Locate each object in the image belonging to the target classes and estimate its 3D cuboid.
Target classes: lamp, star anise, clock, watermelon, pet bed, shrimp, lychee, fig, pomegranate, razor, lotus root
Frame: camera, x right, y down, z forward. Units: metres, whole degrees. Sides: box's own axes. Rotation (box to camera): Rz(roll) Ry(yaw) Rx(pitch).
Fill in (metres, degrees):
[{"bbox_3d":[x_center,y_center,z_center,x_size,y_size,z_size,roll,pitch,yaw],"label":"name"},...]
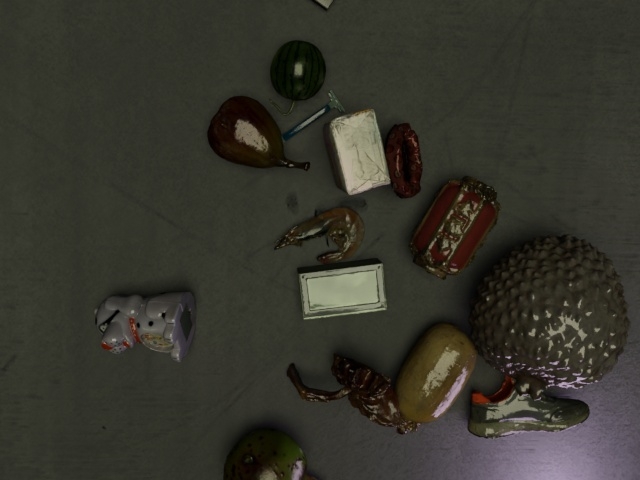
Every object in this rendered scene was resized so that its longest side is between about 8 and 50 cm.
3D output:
[{"bbox_3d":[0.350,-0.034,1.649,0.177,0.177,0.274,31,97,-7],"label":"lamp"},{"bbox_3d":[0.071,0.390,1.697,0.347,0.237,0.148,14,69,15],"label":"star anise"},{"bbox_3d":[-0.469,0.209,1.643,0.254,0.189,0.188,4,98,2],"label":"clock"},{"bbox_3d":[-0.062,-0.406,1.588,0.141,0.140,0.187,11,108,-5],"label":"watermelon"},{"bbox_3d":[0.213,-0.201,1.612,0.054,0.201,0.201,-5,100,28],"label":"pet bed"},{"bbox_3d":[0.001,0.000,1.691,0.251,0.052,0.143,-17,102,-2],"label":"shrimp"},{"bbox_3d":[0.579,0.193,1.602,0.380,0.380,0.432,24,75,-7],"label":"lychee"},{"bbox_3d":[-0.146,-0.245,1.591,0.274,0.145,0.170,32,96,7],"label":"fig"},{"bbox_3d":[-0.132,0.654,1.704,0.231,0.231,0.285,-28,110,1],"label":"pomegranate"},{"bbox_3d":[-0.031,-0.313,1.650,0.191,0.037,0.068,-34,100,2],"label":"razor"},{"bbox_3d":[0.297,0.384,1.714,0.169,0.151,0.342,30,93,-7],"label":"lotus root"}]

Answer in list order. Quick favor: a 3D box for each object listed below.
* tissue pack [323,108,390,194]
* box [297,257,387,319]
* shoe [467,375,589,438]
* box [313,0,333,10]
[{"bbox_3d":[0.084,-0.221,1.576,0.124,0.225,0.184,-16,99,-2],"label":"tissue pack"},{"bbox_3d":[0.057,0.130,1.696,0.225,0.086,0.129,-7,99,-3],"label":"box"},{"bbox_3d":[0.571,0.442,1.764,0.337,0.132,0.171,-8,89,0],"label":"shoe"},{"bbox_3d":[-0.024,-0.682,1.597,0.177,0.036,0.115,34,95,-8],"label":"box"}]
